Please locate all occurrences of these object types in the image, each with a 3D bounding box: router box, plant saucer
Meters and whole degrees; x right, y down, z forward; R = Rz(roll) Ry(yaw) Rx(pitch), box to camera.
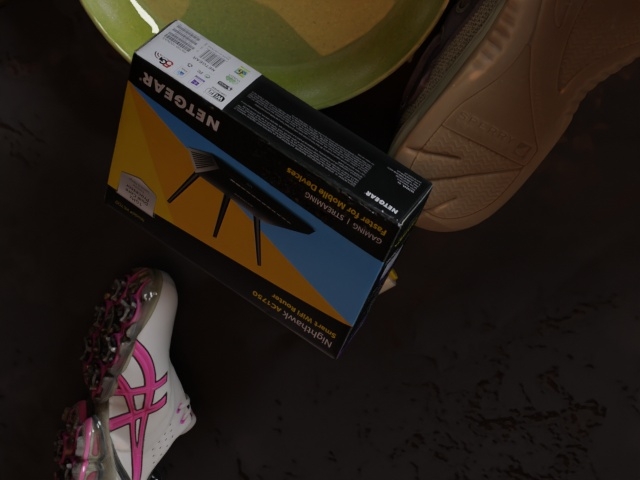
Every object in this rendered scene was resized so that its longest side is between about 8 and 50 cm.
[{"bbox_3d":[-0.036,-0.027,0.702,0.179,0.046,0.133,33,139,10],"label":"router box"},{"bbox_3d":[-0.034,-0.192,0.692,0.241,0.037,0.241,3,113,6],"label":"plant saucer"}]

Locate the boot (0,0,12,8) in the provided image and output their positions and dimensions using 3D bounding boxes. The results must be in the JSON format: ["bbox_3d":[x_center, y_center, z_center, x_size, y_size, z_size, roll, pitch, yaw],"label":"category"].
[{"bbox_3d":[-0.193,-0.247,0.615,0.203,0.095,0.262,55,142,-6],"label":"boot"}]

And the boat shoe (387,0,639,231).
[{"bbox_3d":[0.128,-0.130,0.664,0.103,0.092,0.285,23,120,-28],"label":"boat shoe"}]

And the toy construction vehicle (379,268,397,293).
[{"bbox_3d":[0.000,0.000,0.774,0.086,0.035,0.098,-34,97,19],"label":"toy construction vehicle"}]

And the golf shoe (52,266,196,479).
[{"bbox_3d":[-0.124,0.100,0.823,0.086,0.067,0.186,9,117,-25],"label":"golf shoe"}]
